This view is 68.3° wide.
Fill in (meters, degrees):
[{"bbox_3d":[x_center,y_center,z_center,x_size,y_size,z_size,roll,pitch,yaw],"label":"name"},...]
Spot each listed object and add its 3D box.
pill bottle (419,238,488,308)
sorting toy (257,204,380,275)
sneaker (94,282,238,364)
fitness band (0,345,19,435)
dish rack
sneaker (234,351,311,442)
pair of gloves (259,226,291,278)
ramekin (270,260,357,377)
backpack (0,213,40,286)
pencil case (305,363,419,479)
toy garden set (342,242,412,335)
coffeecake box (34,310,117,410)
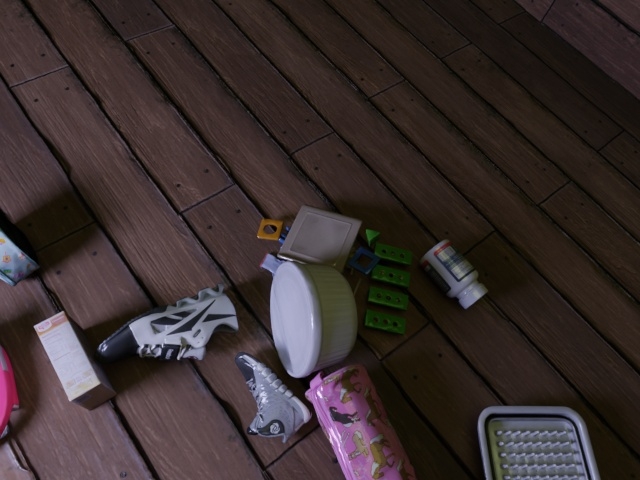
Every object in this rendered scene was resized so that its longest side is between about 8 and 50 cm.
[{"bbox_3d":[0.370,0.095,1.304,0.108,0.108,0.180,-31,72,-23],"label":"pill bottle"},{"bbox_3d":[0.000,0.000,1.288,0.348,0.047,0.196,17,59,15],"label":"sorting toy"},{"bbox_3d":[-0.339,0.225,1.092,0.331,0.122,0.146,-23,75,-31],"label":"sneaker"},{"bbox_3d":[-0.782,0.331,1.017,0.209,0.054,0.290,-22,67,-17],"label":"fitness band"},{"bbox_3d":[0.509,0.565,1.102,0.286,0.072,0.332,3,62,-7],"label":"dish rack"},{"bbox_3d":[-0.141,0.372,1.085,0.229,0.086,0.132,40,66,10],"label":"sneaker"},{"bbox_3d":[-0.069,0.054,1.298,0.159,0.023,0.198,30,61,7],"label":"pair of gloves"},{"bbox_3d":[-0.018,0.179,1.114,0.127,0.273,0.272,-2,62,-25],"label":"ramekin"},{"bbox_3d":[-0.769,0.021,1.113,0.188,0.166,0.144,35,64,13],"label":"backpack"},{"bbox_3d":[0.103,0.466,1.034,0.160,0.167,0.386,-24,67,-2],"label":"pencil case"},{"bbox_3d":[0.136,0.123,1.286,0.204,0.049,0.244,14,62,-4],"label":"toy garden set"},{"bbox_3d":[-0.535,0.266,1.037,0.068,0.142,0.185,-30,71,-21],"label":"coffeecake box"}]
